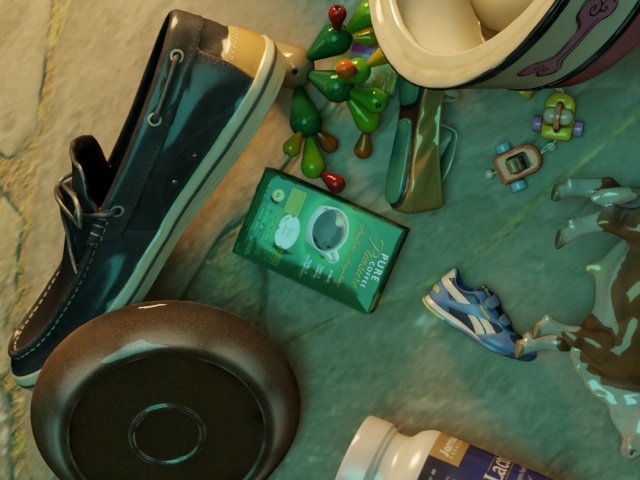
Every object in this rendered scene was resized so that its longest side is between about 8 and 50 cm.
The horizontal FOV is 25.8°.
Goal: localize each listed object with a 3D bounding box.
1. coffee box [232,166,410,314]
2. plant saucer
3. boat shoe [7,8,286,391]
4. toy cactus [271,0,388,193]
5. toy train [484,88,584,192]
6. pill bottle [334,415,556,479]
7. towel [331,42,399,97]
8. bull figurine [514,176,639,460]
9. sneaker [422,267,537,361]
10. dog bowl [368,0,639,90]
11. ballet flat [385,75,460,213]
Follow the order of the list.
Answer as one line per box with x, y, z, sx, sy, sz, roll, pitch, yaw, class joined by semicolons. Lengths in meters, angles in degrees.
0.000;0.000;1.631;0.184;0.040;0.113;23;98;12;coffee box
-0.175;0.210;1.594;0.311;0.050;0.310;-3;119;-5;plant saucer
-0.232;-0.046;1.588;0.156;0.187;0.500;30;106;-21;boat shoe
-0.006;-0.179;1.598;0.180;0.112;0.219;28;119;27;toy cactus
0.225;-0.144;1.568;0.125;0.046;0.166;-19;88;13;toy train
0.151;0.302;1.547;0.265;0.153;0.153;22;97;12;pill bottle
0.055;-0.202;1.627;0.083;0.009;0.060;13;96;14;towel
0.325;0.077;1.515;0.188;0.101;0.310;12;91;-6;bull figurine
0.188;0.086;1.583;0.144;0.053;0.059;33;97;10;sneaker
0.219;-0.333;1.412;0.150;0.408;0.408;12;97;-30;dog bowl
0.122;-0.146;1.590;0.073;0.080;0.232;5;97;-19;ballet flat
